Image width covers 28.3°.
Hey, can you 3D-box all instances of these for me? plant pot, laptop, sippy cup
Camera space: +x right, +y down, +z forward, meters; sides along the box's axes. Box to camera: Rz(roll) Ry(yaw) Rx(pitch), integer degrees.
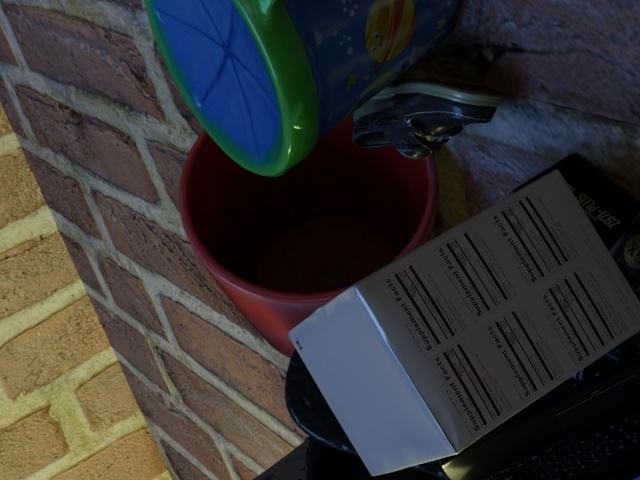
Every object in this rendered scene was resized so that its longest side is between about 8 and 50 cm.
[{"bbox_3d":[0.000,0.000,1.384,0.275,0.275,0.243,48,166,27],"label":"plant pot"},{"bbox_3d":[0.256,0.228,1.059,0.136,0.234,0.264,64,-176,36],"label":"laptop"},{"bbox_3d":[-0.007,-0.209,1.139,0.305,0.224,0.240,22,138,58],"label":"sippy cup"}]

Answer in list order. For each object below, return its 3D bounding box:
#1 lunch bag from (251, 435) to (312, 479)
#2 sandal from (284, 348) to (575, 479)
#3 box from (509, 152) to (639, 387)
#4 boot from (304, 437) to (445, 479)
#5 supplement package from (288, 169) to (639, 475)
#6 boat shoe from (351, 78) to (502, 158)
[{"bbox_3d":[0.028,0.468,1.622,0.239,0.328,0.385,-11,96,28],"label":"lunch bag"},{"bbox_3d":[0.184,0.188,1.218,0.445,0.167,0.107,23,176,15],"label":"sandal"},{"bbox_3d":[0.238,0.040,1.120,0.147,0.077,0.180,44,154,33],"label":"box"},{"bbox_3d":[0.114,0.382,1.390,0.445,0.146,0.367,63,-153,-44],"label":"boot"},{"bbox_3d":[0.115,0.073,1.045,0.149,0.203,0.194,59,158,4],"label":"supplement package"},{"bbox_3d":[0.095,-0.114,1.202,0.223,0.080,0.073,14,97,62],"label":"boat shoe"}]
